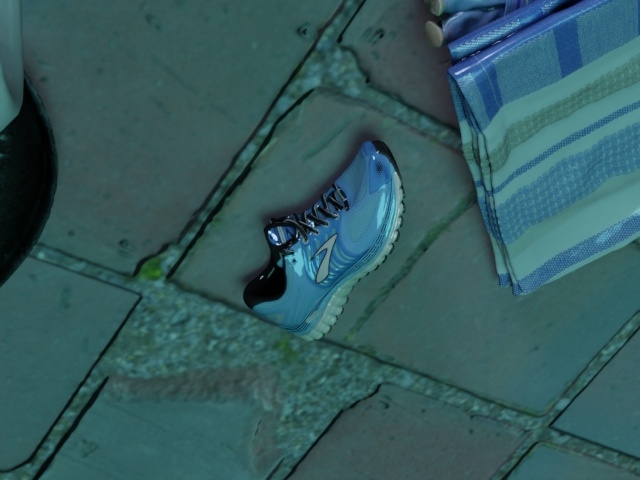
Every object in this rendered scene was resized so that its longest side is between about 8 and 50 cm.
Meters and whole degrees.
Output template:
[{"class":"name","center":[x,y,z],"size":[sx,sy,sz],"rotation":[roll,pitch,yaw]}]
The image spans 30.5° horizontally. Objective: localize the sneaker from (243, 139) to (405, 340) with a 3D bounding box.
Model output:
[{"class":"sneaker","center":[0.000,0.000,0.806],"size":[0.073,0.063,0.162],"rotation":[18,118,-26]}]

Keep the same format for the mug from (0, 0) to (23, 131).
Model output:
[{"class":"mug","center":[-0.278,-0.076,0.406],"size":[0.328,0.374,0.276],"rotation":[-6,144,-9]}]

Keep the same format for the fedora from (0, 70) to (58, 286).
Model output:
[{"class":"fedora","center":[-0.306,0.004,0.639],"size":[0.334,0.152,0.334],"rotation":[-10,128,-13]}]

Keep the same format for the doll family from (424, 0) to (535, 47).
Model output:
[{"class":"doll family","center":[0.115,-0.195,0.697],"size":[0.111,0.076,0.193],"rotation":[-13,134,-16]}]

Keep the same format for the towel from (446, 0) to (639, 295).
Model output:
[{"class":"towel","center":[0.197,-0.076,0.793],"size":[0.209,0.034,0.285],"rotation":[-27,145,0]}]
